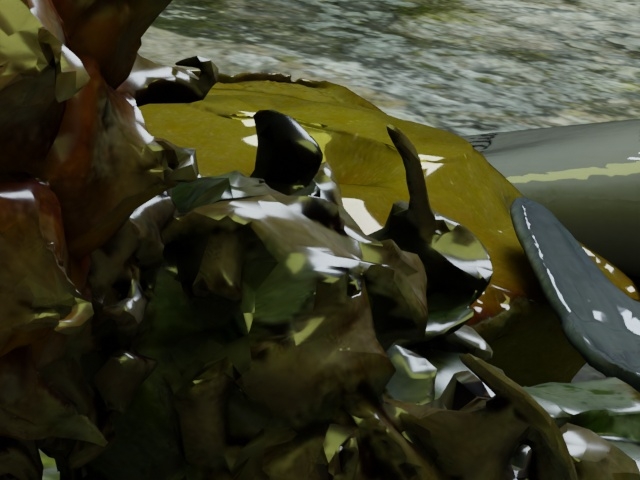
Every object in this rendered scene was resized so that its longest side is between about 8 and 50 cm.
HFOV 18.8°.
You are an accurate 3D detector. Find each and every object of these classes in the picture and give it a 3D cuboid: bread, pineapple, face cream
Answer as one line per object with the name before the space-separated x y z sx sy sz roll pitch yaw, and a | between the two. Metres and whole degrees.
bread | 0.000 0.000 0.740 0.160 0.088 0.233 -11 28 -35
pineapple | -0.038 0.035 0.470 0.271 0.262 0.262 27 11 -19
face cream | 0.149 -0.018 0.890 0.314 0.089 0.143 1 15 14

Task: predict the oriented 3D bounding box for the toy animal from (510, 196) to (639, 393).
toy animal | 0.176 0.021 0.623 0.239 0.176 0.255 6 11 8
